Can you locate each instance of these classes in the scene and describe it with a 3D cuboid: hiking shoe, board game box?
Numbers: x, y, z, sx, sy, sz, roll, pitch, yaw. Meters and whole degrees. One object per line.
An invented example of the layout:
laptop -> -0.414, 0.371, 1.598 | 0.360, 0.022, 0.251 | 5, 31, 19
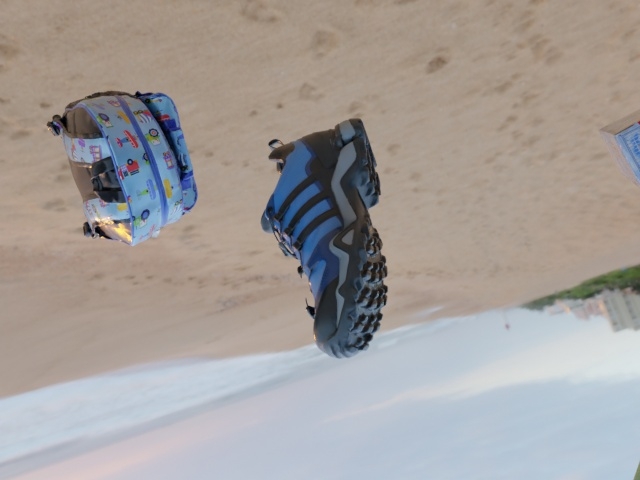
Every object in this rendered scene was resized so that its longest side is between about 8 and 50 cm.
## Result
hiking shoe -> 0.000, 0.000, 0.789 | 0.132, 0.304, 0.113 | -11, 140, 15
board game box -> 0.348, -0.111, 0.655 | 0.194, 0.060, 0.194 | -28, -179, 34

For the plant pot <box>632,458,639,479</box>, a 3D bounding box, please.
plant pot -> 0.375, 0.267, 0.474 | 0.294, 0.274, 0.275 | 15, 180, 17

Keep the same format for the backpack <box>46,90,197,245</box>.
backpack -> -0.189, -0.076, 0.708 | 0.117, 0.158, 0.173 | -20, -166, -24
